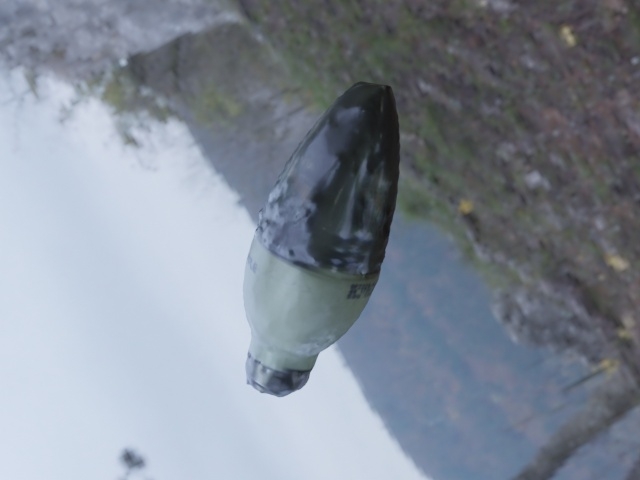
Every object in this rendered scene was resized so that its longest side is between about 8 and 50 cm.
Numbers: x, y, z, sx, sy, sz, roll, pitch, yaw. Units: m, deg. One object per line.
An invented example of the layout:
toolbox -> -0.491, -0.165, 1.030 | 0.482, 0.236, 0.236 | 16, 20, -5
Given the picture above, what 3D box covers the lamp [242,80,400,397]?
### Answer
lamp -> 0.000, 0.000, 1.079 | 0.101, 0.101, 0.250 | -117, 42, -69
